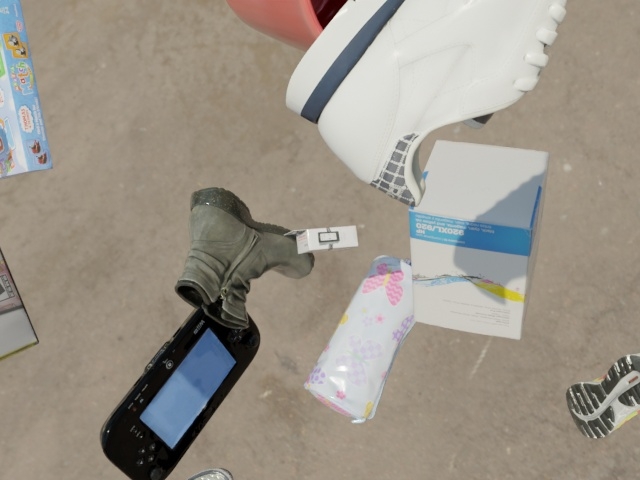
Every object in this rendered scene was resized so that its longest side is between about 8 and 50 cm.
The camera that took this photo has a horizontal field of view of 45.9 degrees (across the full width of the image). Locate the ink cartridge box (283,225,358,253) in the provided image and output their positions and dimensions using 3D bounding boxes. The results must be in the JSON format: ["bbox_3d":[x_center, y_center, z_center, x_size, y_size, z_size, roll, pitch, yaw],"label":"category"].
[{"bbox_3d":[0.000,0.000,0.961,0.048,0.083,0.028,159,106,-70],"label":"ink cartridge box"}]

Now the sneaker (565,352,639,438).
[{"bbox_3d":[0.424,0.213,1.048,0.094,0.208,0.081,-11,66,-24],"label":"sneaker"}]

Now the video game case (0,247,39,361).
[{"bbox_3d":[-0.384,0.004,0.629,0.035,0.275,0.248,-20,4,27],"label":"video game case"}]

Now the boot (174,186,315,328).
[{"bbox_3d":[-0.103,0.049,1.022,0.083,0.246,0.161,-12,60,33],"label":"boot"}]

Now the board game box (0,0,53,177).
[{"bbox_3d":[-0.415,-0.189,0.982,0.039,0.212,0.160,-16,9,-41],"label":"board game box"}]

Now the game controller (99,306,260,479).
[{"bbox_3d":[-0.216,0.232,1.206,0.067,0.166,0.319,19,59,31],"label":"game controller"}]

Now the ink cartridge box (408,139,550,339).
[{"bbox_3d":[0.232,0.001,1.114,0.168,0.233,0.171,9,45,18],"label":"ink cartridge box"}]

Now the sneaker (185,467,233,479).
[{"bbox_3d":[-0.201,0.454,1.363,0.086,0.163,0.226,43,116,8],"label":"sneaker"}]

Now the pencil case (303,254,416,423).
[{"bbox_3d":[0.085,0.159,1.243,0.273,0.124,0.113,-59,1,-14],"label":"pencil case"}]

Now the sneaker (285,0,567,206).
[{"bbox_3d":[0.088,-0.124,0.373,0.235,0.095,0.090,-47,-4,24],"label":"sneaker"}]

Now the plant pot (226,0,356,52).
[{"bbox_3d":[0.012,-0.343,0.909,0.243,0.275,0.275,22,71,49],"label":"plant pot"}]
